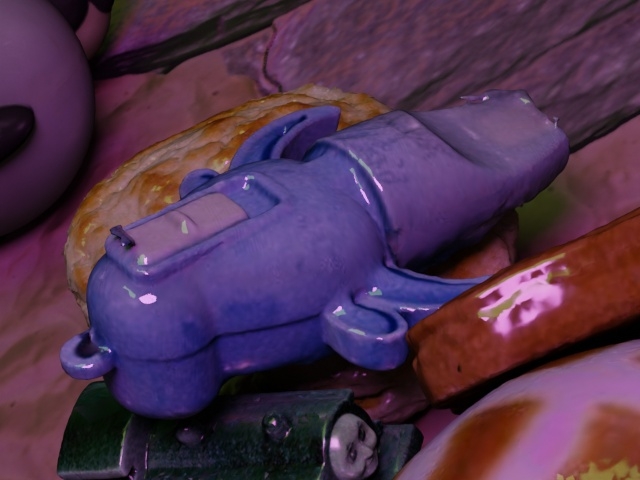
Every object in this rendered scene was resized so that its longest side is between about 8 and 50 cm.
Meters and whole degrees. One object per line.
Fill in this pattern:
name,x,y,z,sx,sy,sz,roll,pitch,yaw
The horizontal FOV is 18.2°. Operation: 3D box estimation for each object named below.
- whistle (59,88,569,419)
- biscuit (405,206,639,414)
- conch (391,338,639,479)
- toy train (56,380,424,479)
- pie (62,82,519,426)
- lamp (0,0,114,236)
whistle,0.000,0.000,0.901,0.269,0.093,0.180,-23,40,-26
biscuit,0.165,0.003,0.776,0.257,0.273,0.049,-26,77,21
conch,0.126,0.156,0.666,0.368,0.197,0.249,-41,69,-6
toy train,-0.028,0.109,0.910,0.170,0.111,0.071,-6,50,34
pie,-0.021,0.012,1.015,0.201,0.090,0.248,-36,45,-18
lamp,-0.222,-0.104,1.253,0.197,0.198,0.244,-9,35,32
